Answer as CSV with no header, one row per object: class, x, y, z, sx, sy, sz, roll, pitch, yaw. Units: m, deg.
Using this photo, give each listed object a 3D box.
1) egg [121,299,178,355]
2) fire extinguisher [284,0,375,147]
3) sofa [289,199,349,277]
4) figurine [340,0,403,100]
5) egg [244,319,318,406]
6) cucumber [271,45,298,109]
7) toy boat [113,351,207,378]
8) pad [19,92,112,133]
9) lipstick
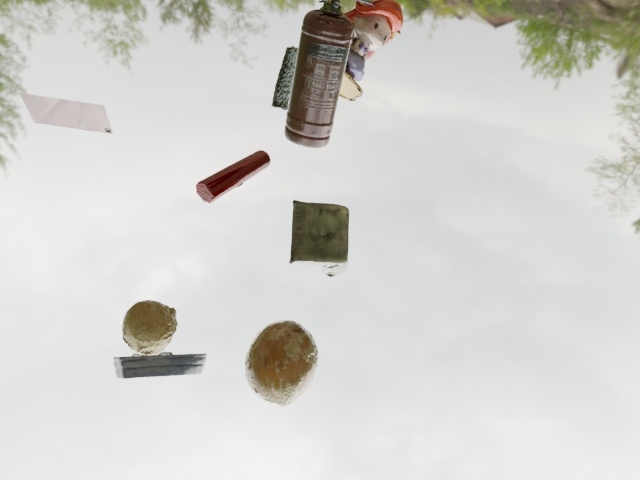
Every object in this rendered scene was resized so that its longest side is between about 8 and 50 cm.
egg,-0.378,0.190,1.150,0.118,0.116,0.140,3,-145,-28
fire extinguisher,0.019,-0.362,1.036,0.138,0.343,0.102,1,-148,-22
sofa,0.000,0.000,1.628,0.176,0.209,0.225,2,170,1
figurine,0.095,-0.544,1.430,0.181,0.257,0.208,33,173,-11
egg,-0.107,0.335,1.433,0.204,0.203,0.245,9,-132,-1
cucumber,-0.097,-0.469,1.504,0.058,0.187,0.058,16,-149,-10
toy boat,-0.485,0.380,1.599,0.283,0.078,0.127,6,164,-34
pad,-0.603,-0.303,1.240,0.188,0.113,0.006,6,-115,-7
lipstick,-0.260,-0.201,1.585,0.073,0.073,0.280,23,-140,24
